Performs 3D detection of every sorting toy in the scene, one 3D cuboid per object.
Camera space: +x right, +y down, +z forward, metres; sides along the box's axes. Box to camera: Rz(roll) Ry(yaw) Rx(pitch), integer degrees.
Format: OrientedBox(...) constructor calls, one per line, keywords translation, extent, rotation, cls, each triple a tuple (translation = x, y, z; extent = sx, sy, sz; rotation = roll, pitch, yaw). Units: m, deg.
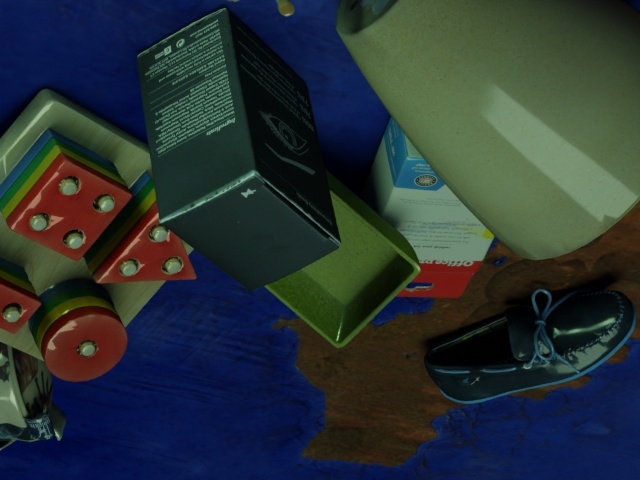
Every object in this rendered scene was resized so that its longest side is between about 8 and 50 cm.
OrientedBox(translation=(-0.247, 0.017, 1.880), extent=(0.255, 0.089, 0.257), rotation=(30, 107, -41), cls="sorting toy")

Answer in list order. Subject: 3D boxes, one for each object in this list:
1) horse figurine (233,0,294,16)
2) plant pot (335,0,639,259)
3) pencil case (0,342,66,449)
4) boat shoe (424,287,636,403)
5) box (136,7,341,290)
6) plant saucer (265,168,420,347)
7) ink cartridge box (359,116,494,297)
OrientedBox(translation=(-0.117, -0.277, 1.557), extent=(0.066, 0.174, 0.263), rotation=(-40, 128, 8), cls="horse figurine")
OrientedBox(translation=(0.157, -0.162, 1.712), extent=(0.274, 0.256, 0.256), rotation=(36, 125, -25), cls="plant pot")
OrientedBox(translation=(-0.490, 0.185, 2.046), extent=(0.410, 0.160, 0.183), rotation=(-14, 111, 3), cls="pencil case")
OrientedBox(translation=(0.241, 0.125, 2.196), extent=(0.258, 0.109, 0.089), rotation=(-29, 136, 20), cls="boat shoe")
OrientedBox(translation=(-0.077, -0.084, 1.756), extent=(0.108, 0.207, 0.153), rotation=(-26, 140, 20), cls="box")
OrientedBox(translation=(0.000, 0.000, 1.950), extent=(0.188, 0.045, 0.188), rotation=(40, 140, -2), cls="plant saucer")
OrientedBox(translation=(0.116, -0.036, 1.973), extent=(0.134, 0.078, 0.231), rotation=(3, 141, -16), cls="ink cartridge box")
